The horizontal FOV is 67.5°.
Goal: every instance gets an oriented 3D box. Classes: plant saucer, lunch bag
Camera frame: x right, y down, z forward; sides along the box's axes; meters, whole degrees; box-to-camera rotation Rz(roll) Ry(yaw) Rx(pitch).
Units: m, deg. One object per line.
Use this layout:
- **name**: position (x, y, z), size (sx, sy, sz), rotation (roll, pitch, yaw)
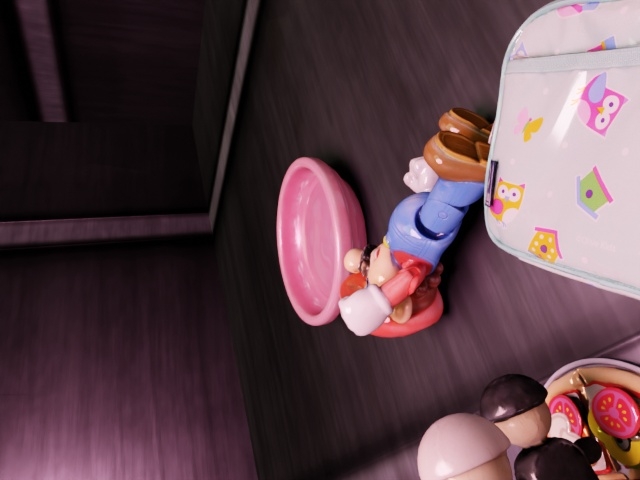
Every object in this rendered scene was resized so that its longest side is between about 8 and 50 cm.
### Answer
- **plant saucer**: position (0.000, 0.000, 0.960), size (0.332, 0.084, 0.331), rotation (175, 90, -67)
- **lunch bag**: position (0.239, -0.075, 0.341), size (0.279, 0.108, 0.223), rotation (-149, 57, -63)

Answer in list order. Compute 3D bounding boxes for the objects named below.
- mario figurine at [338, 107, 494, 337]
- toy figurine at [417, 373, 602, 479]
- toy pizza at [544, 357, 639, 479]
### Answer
- **mario figurine**: position (0.095, -0.006, 0.603), size (0.170, 0.198, 0.320), rotation (52, 138, 35)
- **toy figurine**: position (0.192, 0.142, 0.306), size (0.210, 0.213, 0.148), rotation (-37, 66, 30)
- **toy pizza**: position (0.266, 0.208, 0.427), size (0.201, 0.032, 0.201), rotation (176, 90, -67)
